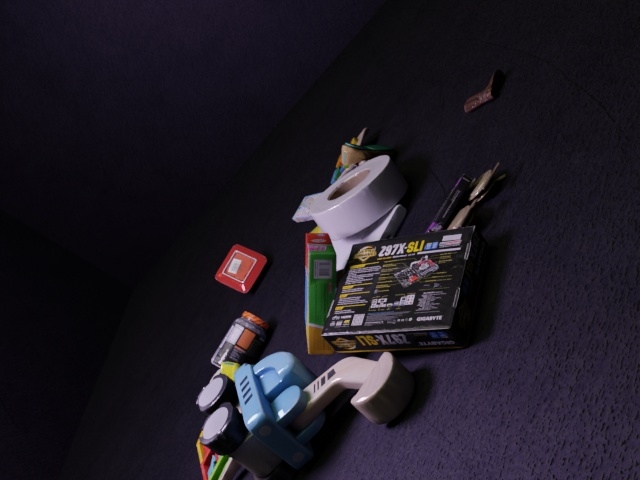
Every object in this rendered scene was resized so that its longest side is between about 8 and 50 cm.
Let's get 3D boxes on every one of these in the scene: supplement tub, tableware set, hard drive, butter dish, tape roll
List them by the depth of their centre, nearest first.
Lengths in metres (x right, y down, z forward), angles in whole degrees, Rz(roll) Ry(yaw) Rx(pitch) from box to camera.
[{"bbox_3d":[0.348,-0.077,1.543,0.194,0.039,0.128,-55,4,-19],"label":"tableware set"},{"bbox_3d":[0.106,0.003,1.948,0.210,0.040,0.319,-60,21,-16],"label":"hard drive"},{"bbox_3d":[0.108,-0.124,1.948,0.286,0.100,0.286,-35,15,11],"label":"tape roll"},{"bbox_3d":[-0.246,0.324,2.112,0.190,0.117,0.117,-59,21,-14],"label":"supplement tub"},{"bbox_3d":[-0.283,0.119,2.535,0.160,0.118,0.160,23,74,24],"label":"butter dish"}]

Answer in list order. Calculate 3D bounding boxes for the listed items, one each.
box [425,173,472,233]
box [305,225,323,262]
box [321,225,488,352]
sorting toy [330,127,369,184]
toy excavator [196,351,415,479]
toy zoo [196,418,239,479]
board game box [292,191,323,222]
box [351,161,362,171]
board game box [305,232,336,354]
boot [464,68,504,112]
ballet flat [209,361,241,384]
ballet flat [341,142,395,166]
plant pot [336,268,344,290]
[{"bbox_3d":[0.298,-0.072,1.599,0.162,0.029,0.116,-59,-6,-7],"label":"box"},{"bbox_3d":[0.000,0.000,2.188,0.105,0.043,0.179,-44,25,27],"label":"box"},{"bbox_3d":[0.178,0.108,1.447,0.322,0.079,0.257,-10,44,37],"label":"box"},{"bbox_3d":[0.091,-0.279,2.374,0.193,0.038,0.208,-49,15,57],"label":"sorting toy"},{"bbox_3d":[-0.038,0.354,1.518,0.445,0.222,0.433,-45,22,2],"label":"toy excavator"},{"bbox_3d":[-0.276,0.547,1.850,0.192,0.030,0.293,-63,25,12],"label":"toy zoo"},{"bbox_3d":[-0.039,-0.121,2.484,0.103,0.026,0.154,-60,21,-16],"label":"board game box"},{"bbox_3d":[0.123,-0.191,2.223,0.207,0.036,0.114,-61,21,-16],"label":"box"},{"bbox_3d":[-0.003,0.122,1.697,0.316,0.064,0.242,-107,18,-81],"label":"board game box"},{"bbox_3d":[0.446,-0.409,1.861,0.114,0.037,0.106,-27,31,60],"label":"boot"},{"bbox_3d":[-0.295,0.444,1.995,0.077,0.077,0.231,-83,15,-61],"label":"ballet flat"},{"bbox_3d":[0.143,-0.262,2.104,0.080,0.232,0.073,25,110,41],"label":"ballet flat"},{"bbox_3d":[0.094,0.136,1.666,0.134,0.134,0.095,-27,49,51],"label":"plant pot"}]
